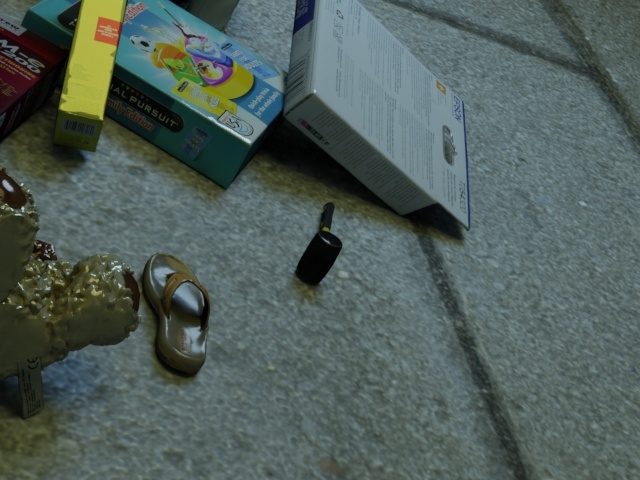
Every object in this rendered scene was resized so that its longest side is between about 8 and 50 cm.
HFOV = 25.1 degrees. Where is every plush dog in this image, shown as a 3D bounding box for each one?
[{"bbox_3d":[-0.333,0.029,1.379,0.262,0.210,0.225,43,0,-43],"label":"plush dog"}]

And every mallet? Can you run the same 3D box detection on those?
[{"bbox_3d":[0.000,0.000,1.843,0.039,0.062,0.189,29,14,-7],"label":"mallet"}]

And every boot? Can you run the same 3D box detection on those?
[{"bbox_3d":[-0.136,-0.391,2.171,0.077,0.165,0.213,32,35,6],"label":"boot"}]

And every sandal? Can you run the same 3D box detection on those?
[{"bbox_3d":[-0.150,0.071,1.570,0.072,0.049,0.180,17,32,-24],"label":"sandal"}]

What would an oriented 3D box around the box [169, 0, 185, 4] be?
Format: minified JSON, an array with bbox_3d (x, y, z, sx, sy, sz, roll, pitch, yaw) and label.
[{"bbox_3d":[-0.225,-0.511,2.143,0.183,0.296,0.294,38,31,11],"label":"box"}]

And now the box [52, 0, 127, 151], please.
[{"bbox_3d":[-0.280,-0.231,1.768,0.058,0.087,0.232,13,61,-10],"label":"box"}]

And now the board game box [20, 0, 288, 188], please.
[{"bbox_3d":[-0.213,-0.232,1.946,0.336,0.079,0.254,32,29,0],"label":"board game box"}]

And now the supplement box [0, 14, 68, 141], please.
[{"bbox_3d":[-0.407,-0.188,1.704,0.130,0.073,0.239,29,29,-2],"label":"supplement box"}]

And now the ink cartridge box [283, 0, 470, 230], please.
[{"bbox_3d":[0.087,-0.195,2.101,0.330,0.071,0.324,41,32,-27],"label":"ink cartridge box"}]
